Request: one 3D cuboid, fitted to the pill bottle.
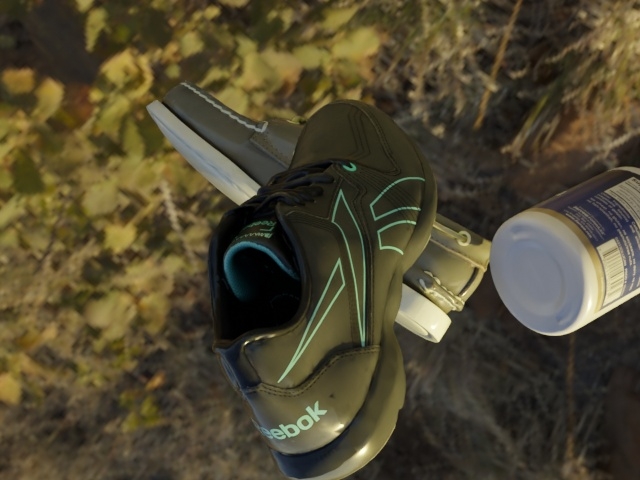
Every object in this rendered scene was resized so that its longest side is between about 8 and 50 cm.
[{"bbox_3d":[0.215,-0.001,1.026,0.094,0.169,0.094,28,129,40],"label":"pill bottle"}]

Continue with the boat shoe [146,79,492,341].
[{"bbox_3d":[-0.004,-0.041,1.086,0.305,0.091,0.109,36,175,16],"label":"boat shoe"}]

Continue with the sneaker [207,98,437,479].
[{"bbox_3d":[0.000,0.000,0.761,0.101,0.267,0.106,-24,128,26],"label":"sneaker"}]
